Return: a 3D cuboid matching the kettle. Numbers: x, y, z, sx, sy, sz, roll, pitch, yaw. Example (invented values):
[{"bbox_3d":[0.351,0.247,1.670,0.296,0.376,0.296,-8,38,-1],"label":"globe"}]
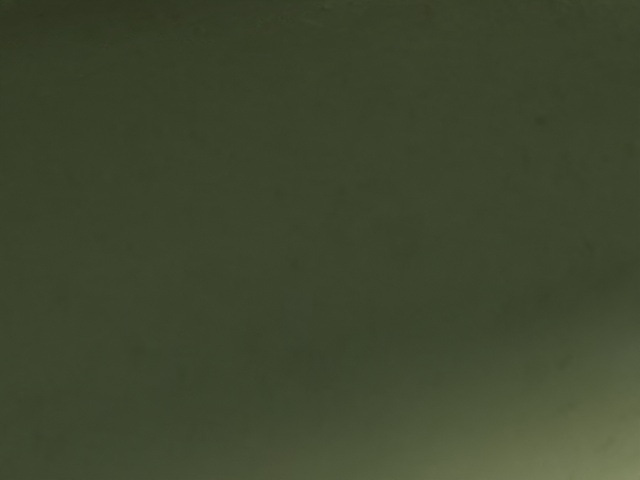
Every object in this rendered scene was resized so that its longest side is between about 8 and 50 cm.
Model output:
[{"bbox_3d":[0.007,0.081,0.509,0.250,0.377,0.361,-159,-127,-80],"label":"kettle"}]
